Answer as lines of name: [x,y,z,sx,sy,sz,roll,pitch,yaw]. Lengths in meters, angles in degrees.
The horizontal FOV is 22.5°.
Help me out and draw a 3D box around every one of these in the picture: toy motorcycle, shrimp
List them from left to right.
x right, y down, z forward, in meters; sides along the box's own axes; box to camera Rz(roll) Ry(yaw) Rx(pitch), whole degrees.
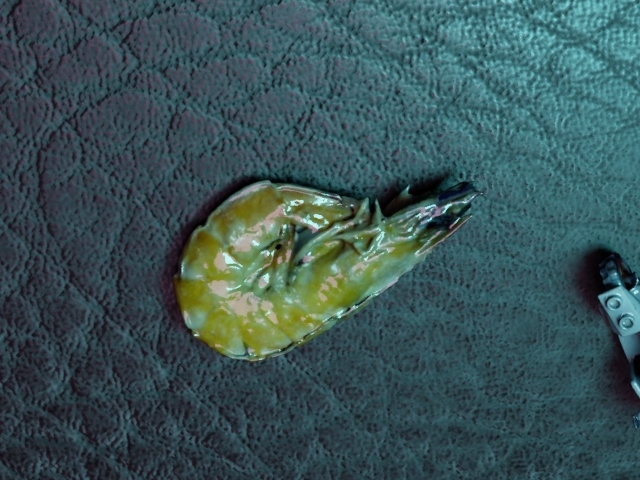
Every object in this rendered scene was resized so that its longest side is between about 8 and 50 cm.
shrimp: [0.000,0.000,1.541,0.317,0.062,0.164,-29,109,9]
toy motorcycle: [0.328,0.116,1.585,0.080,0.122,0.215,-26,113,22]
